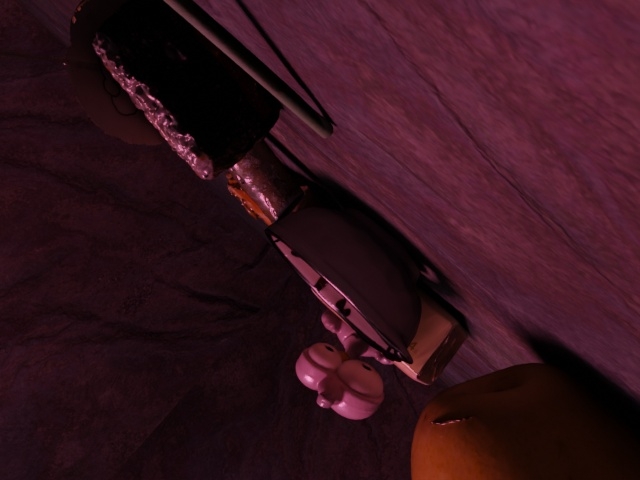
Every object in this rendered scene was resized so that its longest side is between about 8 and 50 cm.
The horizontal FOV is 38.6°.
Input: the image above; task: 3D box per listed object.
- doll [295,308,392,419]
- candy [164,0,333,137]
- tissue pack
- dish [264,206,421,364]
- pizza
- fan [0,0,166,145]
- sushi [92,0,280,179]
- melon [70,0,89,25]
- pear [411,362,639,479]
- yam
[{"bbox_3d":[0.055,0.199,1.599,0.160,0.094,0.365,34,-156,1],"label":"doll"},{"bbox_3d":[-0.111,-0.196,0.788,0.119,0.119,0.440,37,180,42],"label":"candy"},{"bbox_3d":[0.116,0.118,1.513,0.234,0.125,0.159,39,178,21],"label":"tissue pack"},{"bbox_3d":[0.057,0.045,1.328,0.303,0.120,0.303,43,173,7],"label":"dish"},{"bbox_3d":[-0.062,-0.064,1.545,0.228,0.081,0.289,32,171,11],"label":"pizza"},{"bbox_3d":[-0.274,-0.204,1.051,0.009,0.191,0.329,-11,175,43],"label":"fan"},{"bbox_3d":[-0.156,-0.177,1.053,0.225,0.126,0.136,45,174,-24],"label":"sushi"},{"bbox_3d":[-0.264,-0.287,1.276,0.160,0.079,0.128,37,-168,34],"label":"melon"},{"bbox_3d":[0.253,0.298,1.119,0.309,0.309,0.309,41,175,4],"label":"pear"},{"bbox_3d":[-0.096,-0.108,1.351,0.179,0.078,0.078,53,174,-6],"label":"yam"}]
